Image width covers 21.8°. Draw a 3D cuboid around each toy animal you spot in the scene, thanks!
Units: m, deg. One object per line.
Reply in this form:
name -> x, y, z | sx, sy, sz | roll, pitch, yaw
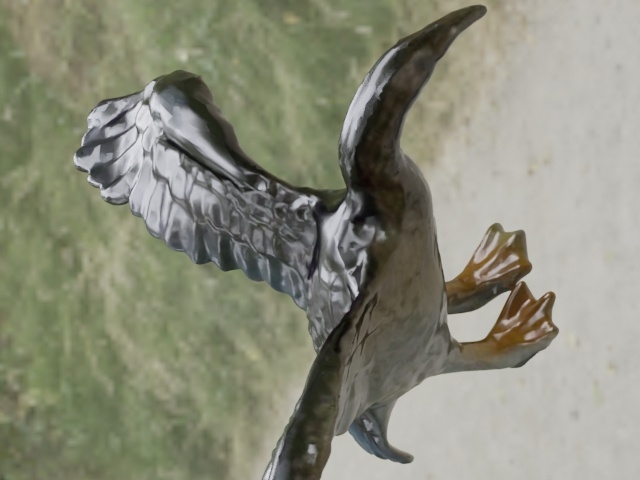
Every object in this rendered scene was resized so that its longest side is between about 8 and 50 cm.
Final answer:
toy animal -> 0.014, 0.000, 0.588 | 0.197, 0.160, 0.272 | -48, 45, 20
